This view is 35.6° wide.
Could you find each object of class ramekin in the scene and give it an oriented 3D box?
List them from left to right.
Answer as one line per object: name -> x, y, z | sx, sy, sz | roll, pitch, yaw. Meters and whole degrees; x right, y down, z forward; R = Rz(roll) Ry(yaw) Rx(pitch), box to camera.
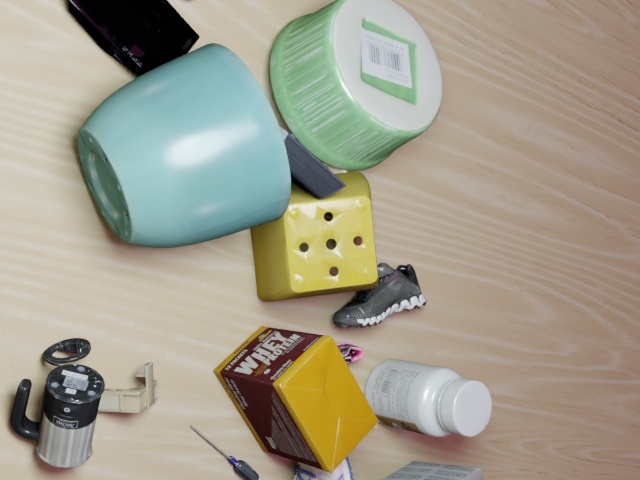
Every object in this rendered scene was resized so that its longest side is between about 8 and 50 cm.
ramekin -> 0.075, -0.288, 1.759 | 0.303, 0.148, 0.303 | 15, 65, -35

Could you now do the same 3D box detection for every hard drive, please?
hard drive -> -0.080, -0.157, 1.625 | 0.054, 0.255, 0.172 | -51, 129, -1

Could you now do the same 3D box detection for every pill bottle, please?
pill bottle -> 0.203, 0.299, 1.872 | 0.131, 0.229, 0.131 | -1, 92, -39

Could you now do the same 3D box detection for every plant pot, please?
plant pot -> -0.221, -0.122, 1.498 | 0.235, 0.293, 0.293 | -24, 106, -25
plant pot -> 0.000, 0.000, 1.680 | 0.212, 0.187, 0.212 | -7, 96, -10

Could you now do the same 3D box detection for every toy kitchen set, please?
toy kitchen set -> -0.307, 0.230, 1.587 | 0.083, 0.075, 0.068 | -26, 116, -78

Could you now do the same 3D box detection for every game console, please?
game console -> -0.247, -0.440, 1.615 | 0.213, 0.044, 0.361 | 46, 63, -30

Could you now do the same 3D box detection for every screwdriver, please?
screwdriver -> -0.165, 0.364, 1.714 | 0.170, 0.024, 0.025 | 48, 33, -21

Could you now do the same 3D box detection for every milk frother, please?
milk frother -> -0.379, 0.237, 1.493 | 0.143, 0.129, 0.134 | -52, 163, -58

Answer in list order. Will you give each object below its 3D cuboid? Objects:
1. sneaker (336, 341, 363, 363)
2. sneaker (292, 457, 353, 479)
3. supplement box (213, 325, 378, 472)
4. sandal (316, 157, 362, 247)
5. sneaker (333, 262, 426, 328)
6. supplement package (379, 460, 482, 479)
sneaker -> 0.030, 0.216, 1.842 | 0.119, 0.057, 0.047 | -14, 101, -37
sneaker -> -0.021, 0.484, 1.771 | 0.131, 0.112, 0.296 | -2, 92, -39
supplement box -> -0.043, 0.264, 1.695 | 0.129, 0.194, 0.191 | -42, 116, -30
sandal -> 0.017, -0.046, 1.807 | 0.079, 0.088, 0.240 | -36, 117, -39
sneaker -> 0.106, 0.099, 1.892 | 0.234, 0.078, 0.106 | -15, 98, -42
supplement package -> 0.209, 0.537, 1.889 | 0.203, 0.149, 0.194 | 3, 88, -66
